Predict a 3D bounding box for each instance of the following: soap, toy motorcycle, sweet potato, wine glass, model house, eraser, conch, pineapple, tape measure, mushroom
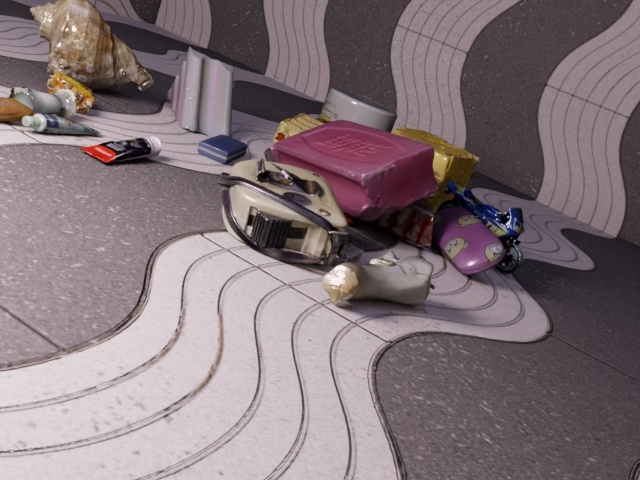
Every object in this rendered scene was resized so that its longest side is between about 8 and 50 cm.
[{"bbox_3d":[-0.368,-0.376,2.223,0.158,0.257,0.302,15,62,-25],"label":"soap"},{"bbox_3d":[0.433,-0.047,1.970,0.113,0.169,0.315,12,22,-47],"label":"toy motorcycle"},{"bbox_3d":[0.078,-0.176,1.798,0.232,0.128,0.359,-26,32,-30],"label":"soap"},{"bbox_3d":[-0.674,-0.269,1.461,0.218,0.051,0.065,11,23,-32],"label":"sweet potato"},{"bbox_3d":[-0.604,-0.298,1.616,0.072,0.072,0.155,26,16,12],"label":"wine glass"},{"bbox_3d":[-0.001,-0.261,2.133,0.253,0.160,0.196,0,26,-47],"label":"model house"},{"bbox_3d":[-0.254,-0.242,1.947,0.081,0.036,0.225,23,16,2],"label":"eraser"},{"bbox_3d":[-0.642,-0.506,2.028,0.352,0.210,0.297,52,-4,-32],"label":"conch"},{"bbox_3d":[-0.600,-0.351,1.818,0.137,0.069,0.116,37,14,16],"label":"pineapple"},{"bbox_3d":[-0.078,-0.061,1.409,0.231,0.133,0.271,9,29,-19],"label":"tape measure"},{"bbox_3d":[0.109,0.074,1.332,0.278,0.099,0.096,1,12,-42],"label":"mushroom"}]

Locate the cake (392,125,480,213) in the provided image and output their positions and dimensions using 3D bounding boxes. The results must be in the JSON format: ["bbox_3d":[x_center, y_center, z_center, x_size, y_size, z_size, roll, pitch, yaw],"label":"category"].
[{"bbox_3d":[0.288,-0.192,2.164,0.227,0.223,0.286,29,18,28],"label":"cake"}]

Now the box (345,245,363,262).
[{"bbox_3d":[0.000,0.000,1.528,0.166,0.024,0.090,27,17,16],"label":"box"}]

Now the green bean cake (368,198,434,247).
[{"bbox_3d":[0.211,-0.071,1.900,0.198,0.097,0.232,23,16,9],"label":"green bean cake"}]

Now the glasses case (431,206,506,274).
[{"bbox_3d":[0.348,-0.005,1.834,0.123,0.076,0.316,-26,25,-2],"label":"glasses case"}]

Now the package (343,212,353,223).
[{"bbox_3d":[-0.020,-0.078,1.753,0.200,0.022,0.083,14,17,-24],"label":"package"}]

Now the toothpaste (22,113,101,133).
[{"bbox_3d":[-0.550,-0.244,1.575,0.061,0.037,0.216,26,12,17],"label":"toothpaste"}]

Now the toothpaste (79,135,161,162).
[{"bbox_3d":[-0.413,-0.189,1.572,0.071,0.045,0.193,28,23,21],"label":"toothpaste"}]

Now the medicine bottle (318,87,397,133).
[{"bbox_3d":[0.098,-0.342,2.376,0.237,0.232,0.238,20,15,-6],"label":"medicine bottle"}]
